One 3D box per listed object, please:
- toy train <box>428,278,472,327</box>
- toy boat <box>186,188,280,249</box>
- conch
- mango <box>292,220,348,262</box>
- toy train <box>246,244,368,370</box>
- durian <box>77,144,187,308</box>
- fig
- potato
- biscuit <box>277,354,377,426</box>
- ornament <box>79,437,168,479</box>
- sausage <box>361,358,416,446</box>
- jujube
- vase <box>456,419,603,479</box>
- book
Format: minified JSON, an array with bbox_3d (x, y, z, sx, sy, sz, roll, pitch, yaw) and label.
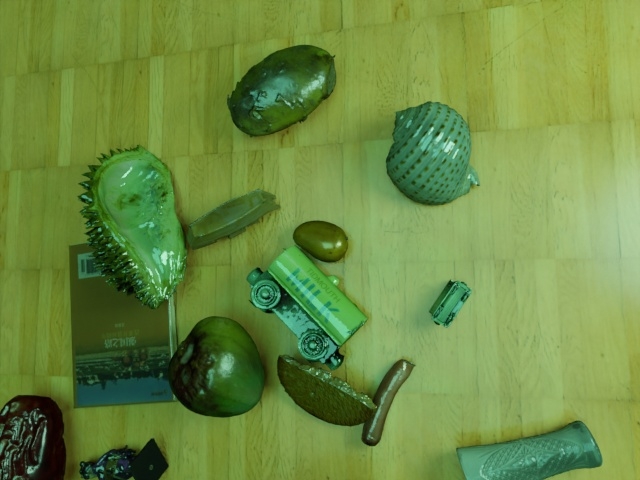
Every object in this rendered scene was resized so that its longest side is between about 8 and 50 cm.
[{"bbox_3d":[0.238,0.115,0.887,0.038,0.056,0.093,32,93,-2],"label":"toy train"},{"bbox_3d":[-0.183,-0.040,1.002,0.206,0.072,0.064,-26,64,-2],"label":"toy boat"},{"bbox_3d":[0.206,-0.161,0.884,0.200,0.131,0.172,44,95,15],"label":"conch"},{"bbox_3d":[0.000,0.000,0.956,0.114,0.060,0.080,11,84,19],"label":"mango"},{"bbox_3d":[-0.023,0.126,0.938,0.157,0.105,0.253,-43,76,-8],"label":"toy train"},{"bbox_3d":[-0.406,-0.027,1.037,0.198,0.163,0.394,-12,65,-31],"label":"durian"},{"bbox_3d":[-0.195,0.253,0.931,0.181,0.181,0.191,-43,103,7],"label":"fig"},{"bbox_3d":[-0.077,-0.311,0.980,0.251,0.113,0.149,-30,79,10],"label":"potato"},{"bbox_3d":[0.002,0.295,0.917,0.206,0.025,0.126,26,128,12],"label":"biscuit"},{"bbox_3d":[-0.428,0.489,1.017,0.203,0.088,0.081,-19,104,24],"label":"ornament"},{"bbox_3d":[0.124,0.306,0.906,0.047,0.040,0.177,24,89,16],"label":"sausage"},{"bbox_3d":[-0.631,0.453,1.031,0.155,0.155,0.230,-5,73,14],"label":"jujube"},{"bbox_3d":[0.354,0.375,0.816,0.219,0.096,0.096,-20,80,9],"label":"vase"},{"bbox_3d":[-0.446,0.177,1.069,0.262,0.028,0.374,-8,82,13],"label":"book"}]
